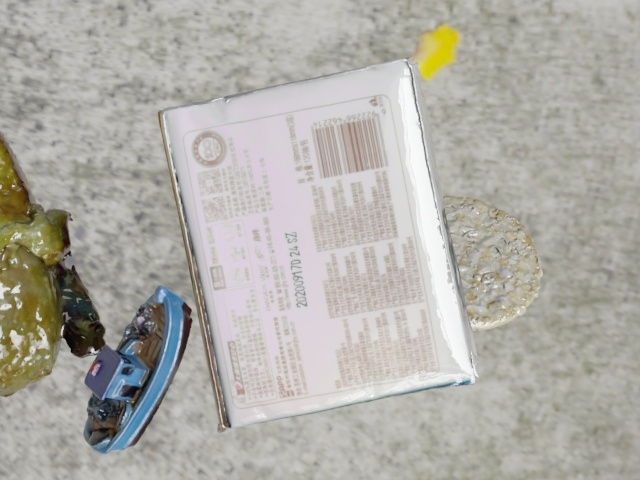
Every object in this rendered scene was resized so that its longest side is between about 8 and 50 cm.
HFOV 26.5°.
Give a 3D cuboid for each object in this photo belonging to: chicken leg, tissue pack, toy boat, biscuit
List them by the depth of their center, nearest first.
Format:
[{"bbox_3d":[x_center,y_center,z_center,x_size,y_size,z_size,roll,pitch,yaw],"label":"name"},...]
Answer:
[{"bbox_3d":[0.000,0.000,0.951,0.185,0.124,0.225,-11,93,7],"label":"tissue pack"},{"bbox_3d":[-0.330,-0.036,1.134,0.211,0.140,0.361,-24,99,-12],"label":"chicken leg"},{"bbox_3d":[0.122,0.019,1.201,0.152,0.152,0.020,-27,150,-26],"label":"biscuit"},{"bbox_3d":[-0.238,0.157,1.688,0.097,0.100,0.223,20,99,-43],"label":"toy boat"}]
